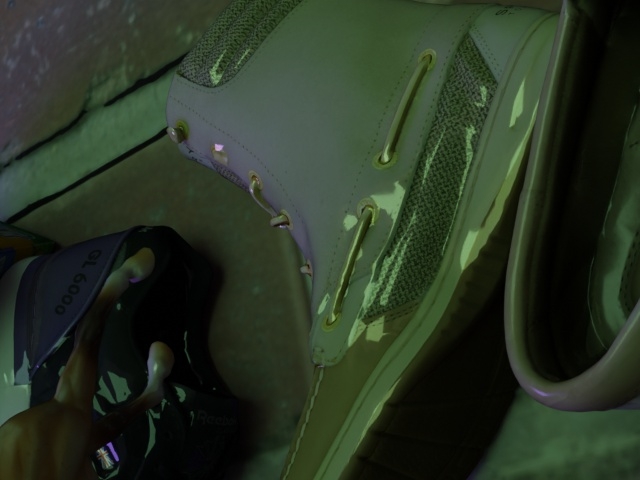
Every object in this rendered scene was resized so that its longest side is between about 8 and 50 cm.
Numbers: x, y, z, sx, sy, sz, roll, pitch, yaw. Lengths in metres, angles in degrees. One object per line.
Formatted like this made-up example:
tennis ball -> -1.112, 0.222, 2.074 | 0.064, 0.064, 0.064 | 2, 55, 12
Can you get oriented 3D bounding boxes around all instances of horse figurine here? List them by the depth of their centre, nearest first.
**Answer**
horse figurine -> -0.086, 0.131, 0.440 | 0.066, 0.174, 0.263 | -14, 111, 37

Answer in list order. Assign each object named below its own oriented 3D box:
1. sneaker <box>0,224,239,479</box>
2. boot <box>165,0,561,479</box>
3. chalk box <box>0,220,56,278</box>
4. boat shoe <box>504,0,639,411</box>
sneaker -> -0.102, 0.126, 0.537 | 0.124, 0.107, 0.283 | -18, 70, 27
boot -> 0.000, 0.000, 0.488 | 0.203, 0.095, 0.262 | 25, 94, 37
chalk box -> -0.255, 0.041, 0.629 | 0.132, 0.213, 0.132 | 20, 96, 5
boat shoe -> 0.142, -0.101, 0.350 | 0.121, 0.110, 0.341 | 19, 104, 51
